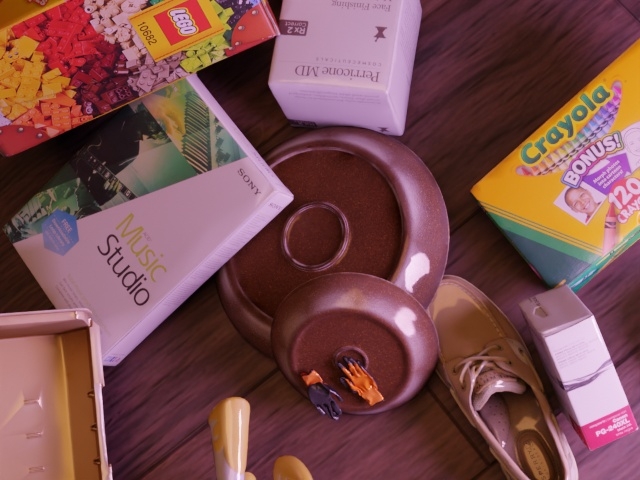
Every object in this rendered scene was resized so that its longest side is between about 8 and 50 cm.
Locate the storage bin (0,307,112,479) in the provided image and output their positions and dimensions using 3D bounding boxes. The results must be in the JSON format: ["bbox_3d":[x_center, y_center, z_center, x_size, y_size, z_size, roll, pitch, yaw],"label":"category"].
[{"bbox_3d":[-0.369,0.223,1.281,0.260,0.123,0.262,-4,78,-17],"label":"storage bin"}]

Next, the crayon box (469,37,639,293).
[{"bbox_3d":[0.334,-0.084,1.322,0.278,0.081,0.165,-43,70,15],"label":"crayon box"}]

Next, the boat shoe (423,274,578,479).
[{"bbox_3d":[0.201,0.164,1.305,0.109,0.098,0.302,-27,70,1],"label":"boat shoe"}]

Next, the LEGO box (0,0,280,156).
[{"bbox_3d":[-0.311,-0.403,1.432,0.372,0.193,0.500,-24,55,4],"label":"LEGO box"}]

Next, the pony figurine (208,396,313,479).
[{"bbox_3d":[-0.100,0.406,1.192,0.351,0.302,0.364,-53,37,31],"label":"pony figurine"}]

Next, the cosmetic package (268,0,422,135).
[{"bbox_3d":[0.035,-0.244,1.421,0.151,0.151,0.184,6,76,12],"label":"cosmetic package"}]

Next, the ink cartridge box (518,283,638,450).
[{"bbox_3d":[0.283,0.137,1.260,0.063,0.109,0.151,-24,107,2],"label":"ink cartridge box"}]

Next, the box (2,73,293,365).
[{"bbox_3d":[-0.221,-0.034,1.415,0.322,0.058,0.232,-43,71,10],"label":"box"}]

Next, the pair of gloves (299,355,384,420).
[{"bbox_3d":[0.024,0.171,1.307,0.083,0.010,0.074,-24,113,23],"label":"pair of gloves"}]

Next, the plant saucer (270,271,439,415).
[{"bbox_3d":[0.036,0.130,1.309,0.198,0.199,0.036,4,31,7],"label":"plant saucer"}]

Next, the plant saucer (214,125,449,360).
[{"bbox_3d":[0.000,0.000,1.383,0.310,0.050,0.311,-6,73,21],"label":"plant saucer"}]
